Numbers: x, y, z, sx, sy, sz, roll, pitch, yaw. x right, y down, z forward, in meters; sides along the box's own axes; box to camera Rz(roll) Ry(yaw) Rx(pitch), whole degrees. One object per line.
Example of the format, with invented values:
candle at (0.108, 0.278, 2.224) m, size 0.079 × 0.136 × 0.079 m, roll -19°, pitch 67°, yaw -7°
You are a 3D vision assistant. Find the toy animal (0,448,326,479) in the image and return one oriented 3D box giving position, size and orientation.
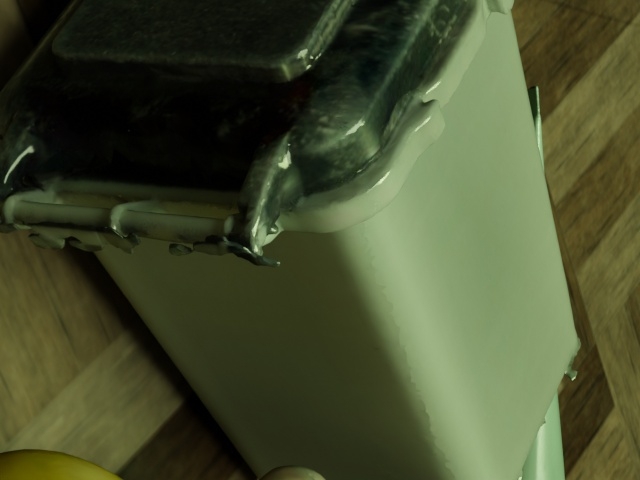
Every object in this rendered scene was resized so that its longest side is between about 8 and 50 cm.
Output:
toy animal at (-0.100, 0.256, 0.951) m, size 0.345 × 0.277 × 0.246 m, roll -12°, pitch 128°, yaw -46°

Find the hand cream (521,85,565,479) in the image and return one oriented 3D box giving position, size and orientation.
hand cream at (0.142, 0.050, 1.372) m, size 0.067 × 0.109 × 0.320 m, roll -2°, pitch 89°, yaw -12°

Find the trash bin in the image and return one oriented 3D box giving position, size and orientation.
trash bin at (0.000, 0.000, 1.067) m, size 0.296 × 0.256 × 0.367 m, roll -61°, pitch 143°, yaw -36°
